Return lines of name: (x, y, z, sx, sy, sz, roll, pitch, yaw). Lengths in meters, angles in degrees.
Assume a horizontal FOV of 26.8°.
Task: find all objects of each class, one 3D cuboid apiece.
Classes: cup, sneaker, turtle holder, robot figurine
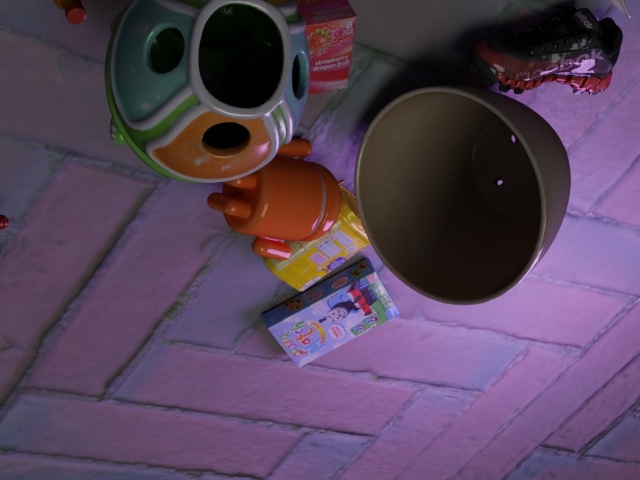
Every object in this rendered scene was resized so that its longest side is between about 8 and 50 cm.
cup: (0.252, -0.092, 2.065, 0.237, 0.331, 0.331, -23, 152, -50)
sneaker: (0.344, -0.292, 2.017, 0.276, 0.098, 0.135, -3, 137, -31)
turtle holder: (-0.107, -0.226, 1.558, 0.243, 0.227, 0.320, 33, 78, -15)
robot figurine: (-0.061, -0.062, 2.028, 0.219, 0.158, 0.128, 7, 149, -36)

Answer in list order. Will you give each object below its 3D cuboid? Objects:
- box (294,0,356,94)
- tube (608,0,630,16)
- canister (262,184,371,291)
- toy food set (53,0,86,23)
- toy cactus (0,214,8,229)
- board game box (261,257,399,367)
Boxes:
box: (-0.094, -0.263, 1.773, 0.256, 0.123, 0.128, -12, 140, -18)
tube: (0.335, -0.392, 1.774, 0.070, 0.240, 0.062, -2, 134, -30)
canister: (0.000, 0.000, 2.183, 0.170, 0.073, 0.126, -35, 142, 14)
toy food set: (-0.221, -0.355, 1.606, 0.232, 0.104, 0.111, -21, 143, -6)
toy cactus: (-0.549, -0.028, 1.822, 0.180, 0.112, 0.219, -29, 152, 20)
board game box: (0.021, 0.131, 2.377, 0.211, 0.039, 0.160, -28, 143, 4)
